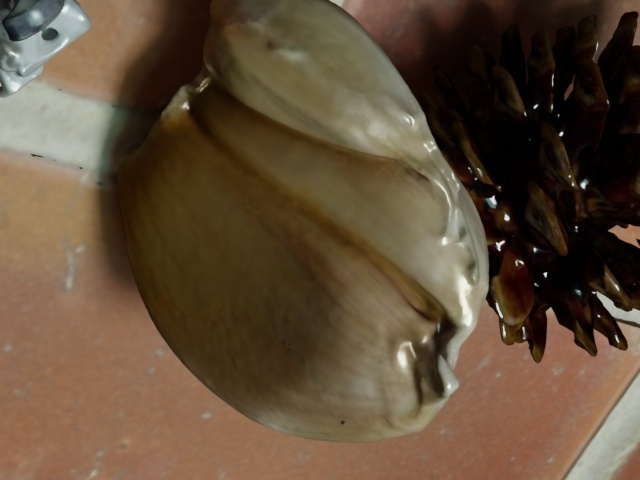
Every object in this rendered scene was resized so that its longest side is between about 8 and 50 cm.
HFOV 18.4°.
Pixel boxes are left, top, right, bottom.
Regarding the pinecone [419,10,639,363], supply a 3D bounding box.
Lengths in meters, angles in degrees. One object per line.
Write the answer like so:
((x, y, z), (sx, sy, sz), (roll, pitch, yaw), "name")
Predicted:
((0.150, -0.036, 1.114), (0.207, 0.208, 0.208), (-20, 133, -22), "pinecone")

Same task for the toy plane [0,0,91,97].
((-0.179, -0.135, 0.888), (0.174, 0.080, 0.174), (-8, 112, -20), "toy plane")

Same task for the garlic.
((0.000, 0.000, 1.033), (0.110, 0.228, 0.217), (-22, 158, -50), "garlic")
